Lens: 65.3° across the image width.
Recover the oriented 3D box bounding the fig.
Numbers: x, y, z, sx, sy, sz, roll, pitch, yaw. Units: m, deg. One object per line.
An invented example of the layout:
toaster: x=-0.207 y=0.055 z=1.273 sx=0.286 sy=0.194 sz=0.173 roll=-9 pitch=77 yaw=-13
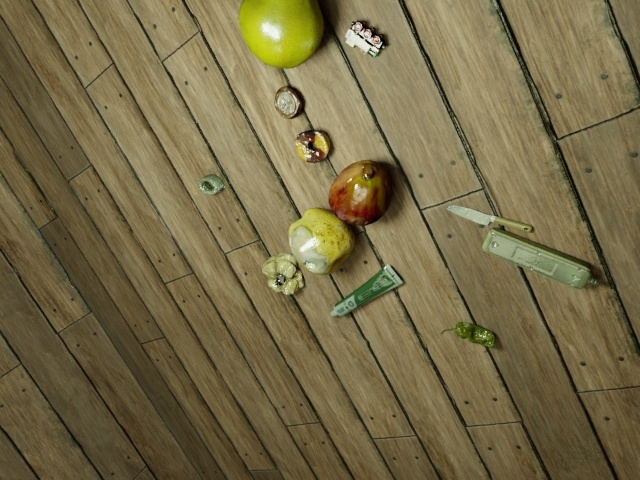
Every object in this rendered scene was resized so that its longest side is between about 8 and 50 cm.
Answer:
fig: x=0.152 y=-0.174 z=1.817 sx=0.224 sy=0.224 sz=0.263 roll=42 pitch=123 yaw=4

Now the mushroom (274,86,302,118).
mushroom: x=-0.120 y=-0.519 z=1.881 sx=0.123 sy=0.052 sz=0.123 roll=14 pitch=116 yaw=30

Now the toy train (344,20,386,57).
toy train: x=0.150 y=-0.666 z=1.662 sx=0.138 sy=0.050 sz=0.087 roll=38 pitch=131 yaw=5

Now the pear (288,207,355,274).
pear: x=0.000 y=0.000 z=1.979 sx=0.271 sy=0.271 sz=0.271 roll=12 pitch=119 yaw=23

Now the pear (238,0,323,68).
pear: x=-0.129 y=-0.715 z=1.651 sx=0.294 sy=0.294 sz=0.294 roll=12 pitch=119 yaw=23

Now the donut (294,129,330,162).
donut: x=-0.025 y=-0.364 z=1.904 sx=0.141 sy=0.059 sz=0.140 roll=12 pitch=119 yaw=22

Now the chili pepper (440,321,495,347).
chili pepper: x=0.575 y=0.354 z=1.938 sx=0.204 sy=0.073 sz=0.072 roll=19 pitch=105 yaw=6

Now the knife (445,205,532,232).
knife: x=0.583 y=-0.073 z=1.747 sx=0.298 sy=0.017 sz=0.047 roll=19 pitch=128 yaw=19

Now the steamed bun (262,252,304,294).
steamed bun: x=-0.182 y=0.153 z=2.223 sx=0.192 sy=0.106 sz=0.177 roll=-1 pitch=112 yaw=30

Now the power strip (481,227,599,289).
power strip: x=0.750 y=0.065 z=1.702 sx=0.388 sy=0.066 sz=0.092 roll=25 pitch=122 yaw=18

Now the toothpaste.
toothpaste: x=0.175 y=0.229 z=2.099 sx=0.392 sy=0.061 sz=0.098 roll=-38 pitch=93 yaw=34

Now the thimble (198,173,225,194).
thimble: x=-0.482 y=-0.245 z=2.210 sx=0.110 sy=0.062 sz=0.084 roll=20 pitch=123 yaw=19
